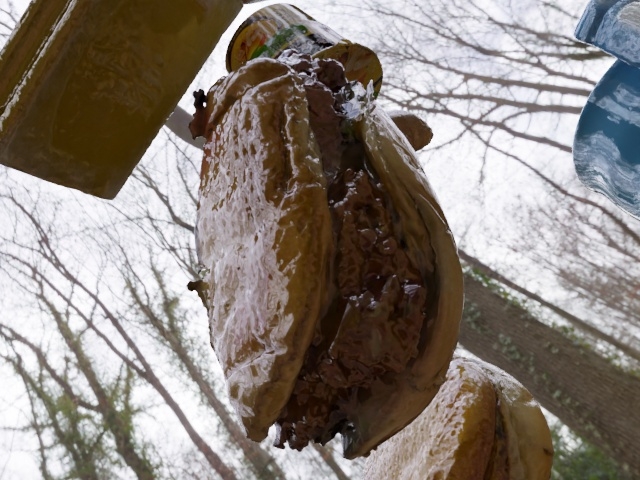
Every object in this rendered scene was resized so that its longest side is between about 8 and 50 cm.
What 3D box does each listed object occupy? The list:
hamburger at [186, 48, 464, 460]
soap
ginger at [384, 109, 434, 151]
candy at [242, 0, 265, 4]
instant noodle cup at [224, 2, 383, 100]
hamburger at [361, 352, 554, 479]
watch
[{"bbox_3d":[0.000,0.000,0.440,0.155,0.245,0.282,6,-81,-33],"label":"hamburger"},{"bbox_3d":[-0.248,-0.210,0.714,0.315,0.091,0.199,-54,-30,7],"label":"soap"},{"bbox_3d":[0.081,-0.167,1.032,0.294,0.131,0.086,-24,-51,-46],"label":"ginger"},{"bbox_3d":[-0.054,-0.432,0.941,0.101,0.271,0.143,60,-151,-27],"label":"candy"},{"bbox_3d":[-0.027,-0.174,0.654,0.151,0.122,0.151,-31,-29,-19],"label":"instant noodle cup"},{"bbox_3d":[0.164,0.296,0.804,0.170,0.314,0.290,24,-87,-14],"label":"hamburger"},{"bbox_3d":[0.286,-0.096,0.469,0.211,0.211,0.193,-25,-48,-24],"label":"watch"}]
